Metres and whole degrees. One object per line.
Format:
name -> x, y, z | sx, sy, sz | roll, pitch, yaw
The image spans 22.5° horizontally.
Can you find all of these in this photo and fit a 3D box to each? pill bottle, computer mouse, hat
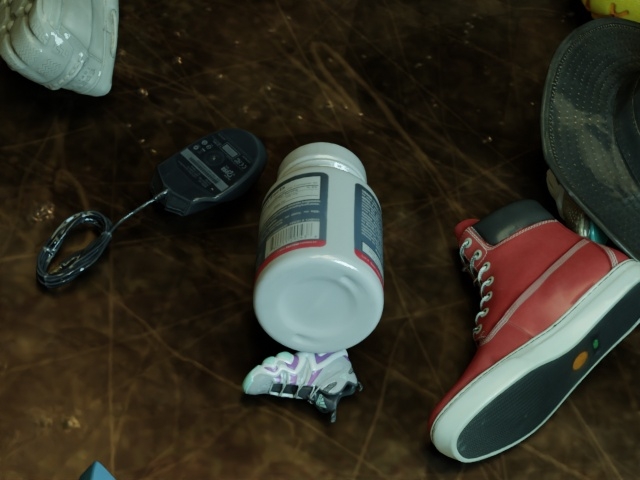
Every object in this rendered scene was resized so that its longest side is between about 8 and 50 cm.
pill bottle -> 0.000, 0.000, 1.371 | 0.108, 0.108, 0.180 | 9, 38, -5
computer mouse -> -0.147, -0.024, 1.419 | 0.242, 0.041, 0.071 | -32, 58, -21
hat -> 0.367, -0.094, 1.463 | 0.331, 0.134, 0.331 | 13, 58, -23

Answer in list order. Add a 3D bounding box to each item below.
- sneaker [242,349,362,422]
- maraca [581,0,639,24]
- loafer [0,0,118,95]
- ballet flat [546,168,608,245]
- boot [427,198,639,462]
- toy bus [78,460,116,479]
sneaker -> -0.010, 0.125, 1.336 | 0.098, 0.038, 0.069 | -19, 61, -22
maraca -> 0.340, -0.244, 1.624 | 0.186, 0.099, 0.127 | 25, 12, -6
loafer -> -0.238, -0.266, 1.535 | 0.111, 0.112, 0.319 | 30, 45, -35
ballet flat -> 0.251, -0.067, 1.517 | 0.067, 0.073, 0.206 | 4, 47, 24
boot -> 0.145, 0.069, 1.392 | 0.244, 0.088, 0.176 | -40, 54, -21
toy bus -> -0.140, 0.253, 1.153 | 0.191, 0.104, 0.202 | 34, 44, -10
